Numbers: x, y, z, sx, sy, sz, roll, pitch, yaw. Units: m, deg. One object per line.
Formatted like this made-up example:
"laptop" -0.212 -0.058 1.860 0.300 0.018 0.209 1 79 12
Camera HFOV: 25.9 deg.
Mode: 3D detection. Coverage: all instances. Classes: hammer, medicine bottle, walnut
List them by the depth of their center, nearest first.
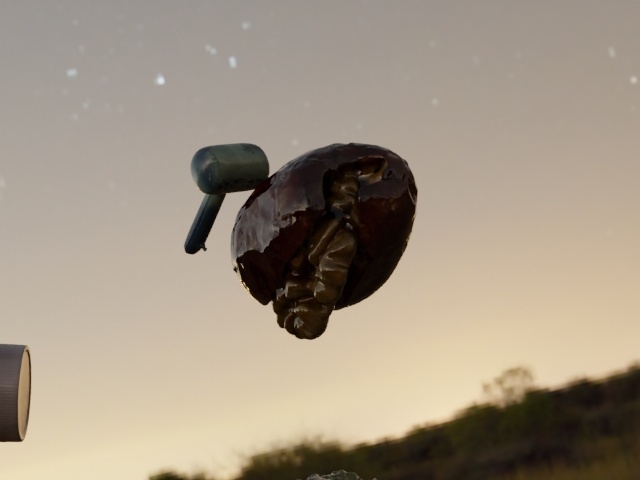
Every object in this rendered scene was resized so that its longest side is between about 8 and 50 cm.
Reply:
"medicine bottle" -0.494 0.188 1.735 0.250 0.133 0.133 3 -12 -4
"walnut" 0.000 0.000 1.792 0.222 0.243 0.269 20 -30 -5
"hammer" -0.150 -0.054 1.975 0.116 0.069 0.194 -10 -43 -43

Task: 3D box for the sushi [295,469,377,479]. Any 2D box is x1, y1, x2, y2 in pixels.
"sushi" 0.035 0.501 1.837 0.240 0.351 0.396 16 3 24
